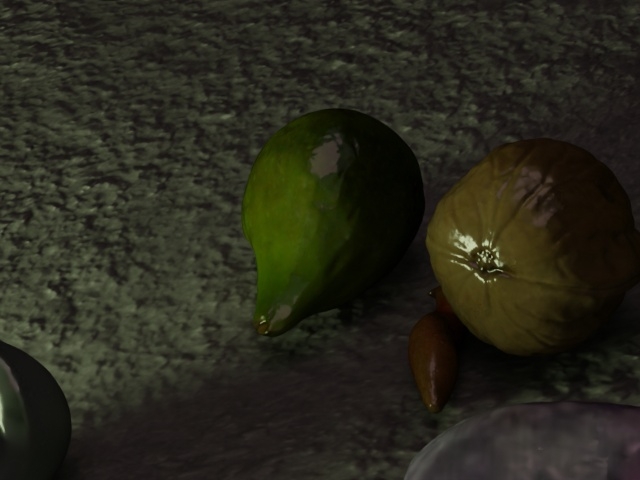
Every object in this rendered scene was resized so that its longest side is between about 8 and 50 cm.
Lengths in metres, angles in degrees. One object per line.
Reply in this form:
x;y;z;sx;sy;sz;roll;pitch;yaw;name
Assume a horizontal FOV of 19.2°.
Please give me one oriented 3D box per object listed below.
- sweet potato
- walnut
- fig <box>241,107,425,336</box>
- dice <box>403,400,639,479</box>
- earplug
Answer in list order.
0.121;0.106;1.944;0.055;0.058;0.202;-18;30;24;sweet potato
0.223;0.006;1.923;0.228;0.228;0.228;-6;34;4;walnut
0.000;0.000;2.036;0.206;0.206;0.275;5;50;19;fig
0.194;0.300;1.419;0.270;0.270;0.271;0;46;11;dice
-0.372;0.228;1.785;0.214;0.175;0.325;24;54;32;earplug
